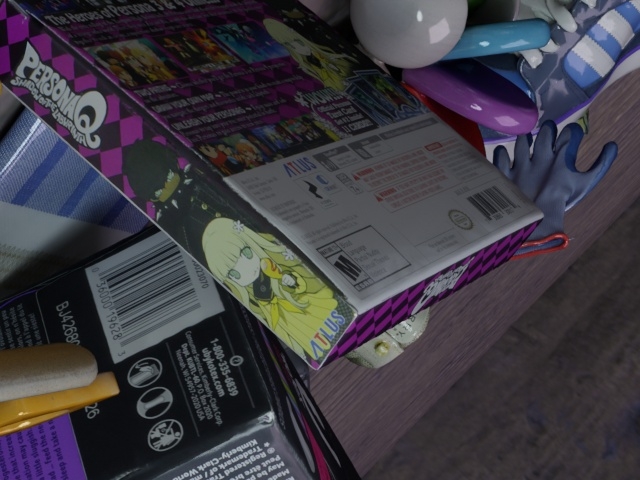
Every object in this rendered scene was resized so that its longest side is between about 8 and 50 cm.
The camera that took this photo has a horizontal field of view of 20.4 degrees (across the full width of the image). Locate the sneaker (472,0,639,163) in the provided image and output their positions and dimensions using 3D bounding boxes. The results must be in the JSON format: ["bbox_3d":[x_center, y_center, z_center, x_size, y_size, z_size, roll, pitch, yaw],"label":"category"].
[{"bbox_3d":[0.181,-0.210,1.268,0.323,0.130,0.236,-29,145,-23],"label":"sneaker"}]

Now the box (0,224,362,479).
[{"bbox_3d":[-0.057,0.143,0.935,0.143,0.165,0.270,-26,134,2],"label":"box"}]

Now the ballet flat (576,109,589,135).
[{"bbox_3d":[0.175,-0.136,1.409,0.070,0.070,0.188,-49,-154,8],"label":"ballet flat"}]

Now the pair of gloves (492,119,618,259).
[{"bbox_3d":[0.098,-0.030,1.175,0.198,0.023,0.159,-11,-149,17],"label":"pair of gloves"}]

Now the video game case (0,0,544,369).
[{"bbox_3d":[-0.018,-0.047,0.842,0.042,0.210,0.232,-54,166,25],"label":"video game case"}]

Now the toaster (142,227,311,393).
[{"bbox_3d":[-0.095,0.086,1.133,0.129,0.146,0.227,-46,168,-10],"label":"toaster"}]

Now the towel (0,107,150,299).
[{"bbox_3d":[-0.191,0.043,0.952,0.285,0.034,0.209,-51,165,8],"label":"towel"}]

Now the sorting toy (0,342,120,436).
[{"bbox_3d":[-0.201,0.063,0.613,0.196,0.047,0.348,-21,173,21],"label":"sorting toy"}]

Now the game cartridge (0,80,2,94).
[{"bbox_3d":[-0.248,-0.010,0.580,0.285,0.053,0.323,-45,170,-8],"label":"game cartridge"}]

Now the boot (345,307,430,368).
[{"bbox_3d":[0.000,0.000,1.037,0.077,0.165,0.213,-55,-172,-19],"label":"boot"}]

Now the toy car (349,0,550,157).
[{"bbox_3d":[0.075,-0.103,1.142,0.182,0.136,0.159,-53,166,22],"label":"toy car"}]
